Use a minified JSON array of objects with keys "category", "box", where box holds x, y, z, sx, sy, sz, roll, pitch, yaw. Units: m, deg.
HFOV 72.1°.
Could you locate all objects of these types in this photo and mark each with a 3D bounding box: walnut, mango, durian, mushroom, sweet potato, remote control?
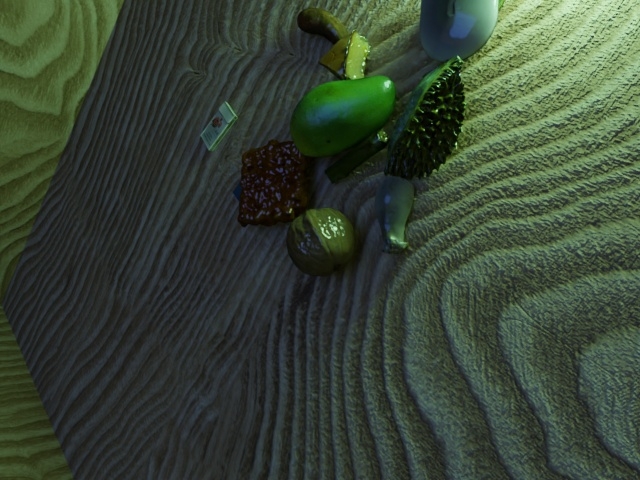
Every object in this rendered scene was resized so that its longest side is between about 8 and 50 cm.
[{"category":"walnut","box":[0.000,0.000,1.394,0.227,0.228,0.228,-7,77,35]},{"category":"mango","box":[0.067,-0.408,1.420,0.381,0.201,0.226,-21,72,28]},{"category":"durian","box":[0.307,-0.331,1.269,0.198,0.163,0.395,-90,19,-61]},{"category":"mushroom","box":[0.215,-0.075,1.319,0.116,0.093,0.225,7,80,16]},{"category":"sweet potato","box":[0.015,-0.779,1.596,0.291,0.097,0.097,41,106,33]},{"category":"remote control","box":[0.382,-0.664,1.225,0.221,0.103,0.333,3,89,40]}]

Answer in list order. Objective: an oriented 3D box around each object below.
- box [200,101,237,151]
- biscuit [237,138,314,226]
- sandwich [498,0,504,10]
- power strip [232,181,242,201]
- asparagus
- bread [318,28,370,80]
[{"category":"box","box":[-0.446,-0.497,1.920,0.198,0.029,0.109,-46,59,21]},{"category":"biscuit","box":[-0.169,-0.208,1.604,0.317,0.110,0.313,-4,77,27]},{"category":"sandwich","box":[0.464,-0.682,1.272,0.244,0.063,0.212,-6,81,36]},{"category":"power strip","box":[-0.303,-0.175,1.753,0.056,0.032,0.123,-51,57,18]},{"category":"asparagus","box":[0.106,-0.263,1.420,0.277,0.060,0.067,-34,53,40]},{"category":"bread","box":[0.106,-0.589,1.469,0.169,0.140,0.160,-40,55,23]}]
